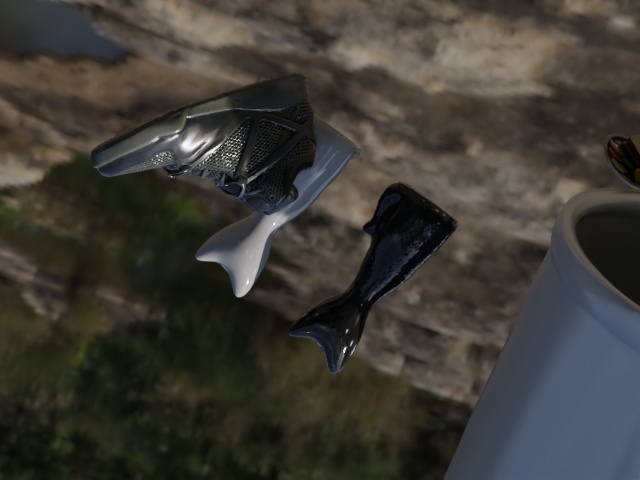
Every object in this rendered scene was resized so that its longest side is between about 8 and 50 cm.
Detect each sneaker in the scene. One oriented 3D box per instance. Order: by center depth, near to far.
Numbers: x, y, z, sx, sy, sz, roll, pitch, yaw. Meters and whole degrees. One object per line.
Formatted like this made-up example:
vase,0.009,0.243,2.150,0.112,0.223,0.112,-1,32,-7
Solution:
sneaker,-0.101,-0.074,1.415,0.228,0.130,0.087,-18,-174,-26

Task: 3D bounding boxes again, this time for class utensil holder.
utensil holder,0.329,0.192,1.573,0.328,0.385,0.327,18,-153,-9

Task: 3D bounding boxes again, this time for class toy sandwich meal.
toy sandwich meal,0.350,-0.092,1.632,0.086,0.085,0.029,24,133,-23

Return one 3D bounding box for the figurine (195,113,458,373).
figurine,0.000,0.000,1.566,0.215,0.209,0.092,38,-176,6
